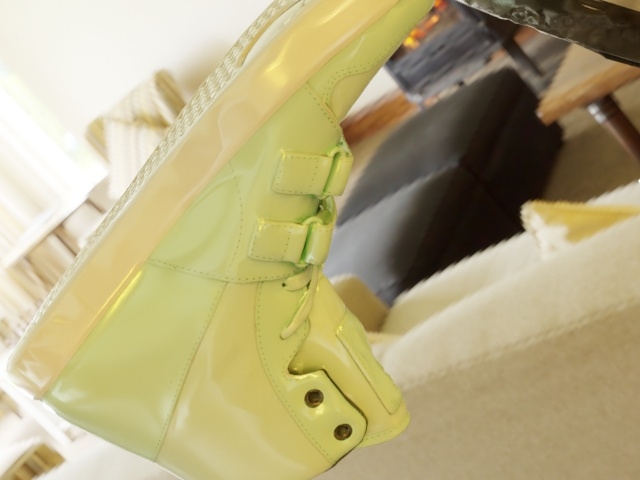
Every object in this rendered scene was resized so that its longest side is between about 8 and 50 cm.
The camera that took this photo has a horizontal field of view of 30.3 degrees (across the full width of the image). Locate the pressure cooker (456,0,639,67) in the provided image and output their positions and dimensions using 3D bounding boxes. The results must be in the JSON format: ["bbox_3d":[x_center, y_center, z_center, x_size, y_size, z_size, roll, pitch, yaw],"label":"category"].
[{"bbox_3d":[0.265,-0.377,0.961,0.375,0.370,0.420,-89,16,-70],"label":"pressure cooker"}]

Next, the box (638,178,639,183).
[{"bbox_3d":[0.436,-0.082,1.078,0.231,0.056,0.183,-22,0,-13],"label":"box"}]

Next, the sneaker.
[{"bbox_3d":[0.000,0.000,0.490,0.256,0.151,0.094,-50,13,19],"label":"sneaker"}]
